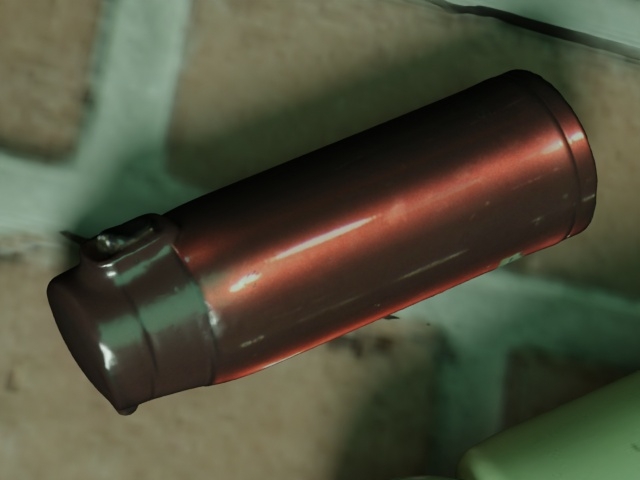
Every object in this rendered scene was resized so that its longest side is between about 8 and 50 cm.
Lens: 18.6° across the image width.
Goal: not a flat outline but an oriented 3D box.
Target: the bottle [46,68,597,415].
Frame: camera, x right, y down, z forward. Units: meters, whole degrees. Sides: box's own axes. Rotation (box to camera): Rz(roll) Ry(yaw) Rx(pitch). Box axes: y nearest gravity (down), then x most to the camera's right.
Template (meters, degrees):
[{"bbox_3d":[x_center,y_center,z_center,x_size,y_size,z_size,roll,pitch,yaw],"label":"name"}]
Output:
[{"bbox_3d":[0.000,0.000,0.578,0.164,0.060,0.060,-23,91,-20],"label":"bottle"}]

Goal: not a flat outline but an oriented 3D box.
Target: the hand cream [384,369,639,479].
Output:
[{"bbox_3d":[0.150,0.075,0.579,0.306,0.093,0.147,-18,70,-11],"label":"hand cream"}]
